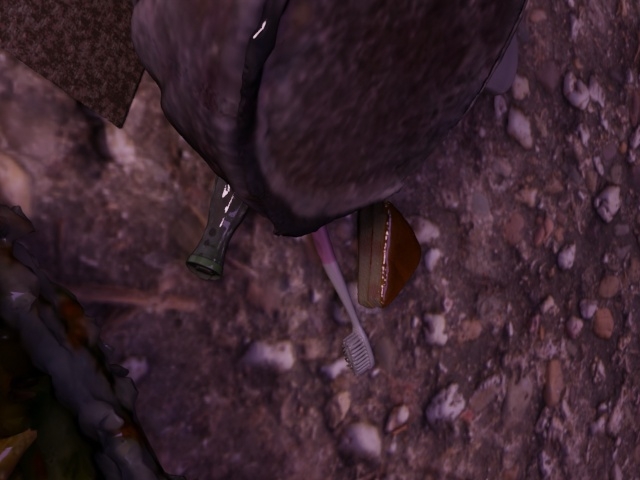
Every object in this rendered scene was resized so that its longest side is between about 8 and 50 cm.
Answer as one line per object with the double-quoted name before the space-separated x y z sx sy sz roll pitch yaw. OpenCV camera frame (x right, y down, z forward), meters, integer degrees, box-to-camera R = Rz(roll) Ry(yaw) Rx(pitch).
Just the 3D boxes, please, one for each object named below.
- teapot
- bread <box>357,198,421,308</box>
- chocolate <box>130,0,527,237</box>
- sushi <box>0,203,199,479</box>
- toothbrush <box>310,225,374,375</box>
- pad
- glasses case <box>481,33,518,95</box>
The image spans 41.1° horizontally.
"teapot" -0.074 -0.022 0.681 0.043 0.043 0.110 31 73 -41
"bread" 0.067 0.010 0.820 0.062 0.043 0.108 0 91 -43
"chocolate" -0.012 -0.182 0.601 0.303 0.213 0.303 -38 150 -27
"sushi" -0.182 0.138 0.371 0.417 0.176 0.417 -19 90 -77
"toothbrush" 0.000 0.000 0.770 0.025 0.020 0.286 -32 114 -32
"pad" -0.182 -0.197 0.556 0.235 0.003 0.158 36 67 -53
"glasses case" 0.125 -0.206 0.855 0.233 0.059 0.092 5 87 -44
